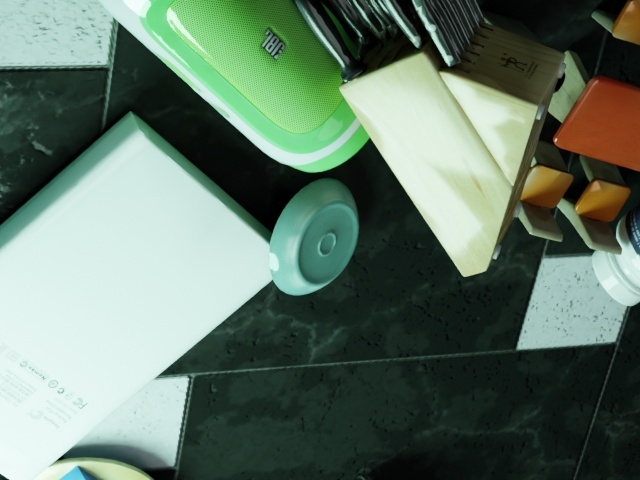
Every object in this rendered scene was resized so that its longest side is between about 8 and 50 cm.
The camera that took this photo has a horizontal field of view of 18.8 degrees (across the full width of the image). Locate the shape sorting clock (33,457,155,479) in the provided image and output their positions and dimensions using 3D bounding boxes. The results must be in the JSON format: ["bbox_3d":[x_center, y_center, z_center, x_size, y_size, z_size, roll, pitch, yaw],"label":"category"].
[{"bbox_3d":[-0.254,0.300,1.991,0.206,0.040,0.206,-10,131,-12],"label":"shape sorting clock"}]

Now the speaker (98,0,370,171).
[{"bbox_3d":[-0.072,-0.181,1.643,0.131,0.131,0.296,-40,130,10],"label":"speaker"}]

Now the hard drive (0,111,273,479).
[{"bbox_3d":[-0.230,0.063,1.816,0.353,0.047,0.233,-40,130,10],"label":"hard drive"}]

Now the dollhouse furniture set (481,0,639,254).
[{"bbox_3d":[0.252,-0.119,1.816,0.259,0.135,0.262,13,120,-30],"label":"dollhouse furniture set"}]

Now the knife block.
[{"bbox_3d":[0.074,-0.128,1.657,0.242,0.088,0.275,22,132,10],"label":"knife block"}]

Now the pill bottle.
[{"bbox_3d":[0.356,-0.006,1.929,0.094,0.094,0.169,25,131,-35],"label":"pill bottle"}]

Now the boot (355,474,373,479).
[{"bbox_3d":[-0.063,0.357,2.081,0.229,0.091,0.263,5,125,-26],"label":"boot"}]

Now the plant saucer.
[{"bbox_3d":[0.000,0.000,1.843,0.119,0.021,0.119,-27,128,-40],"label":"plant saucer"}]
